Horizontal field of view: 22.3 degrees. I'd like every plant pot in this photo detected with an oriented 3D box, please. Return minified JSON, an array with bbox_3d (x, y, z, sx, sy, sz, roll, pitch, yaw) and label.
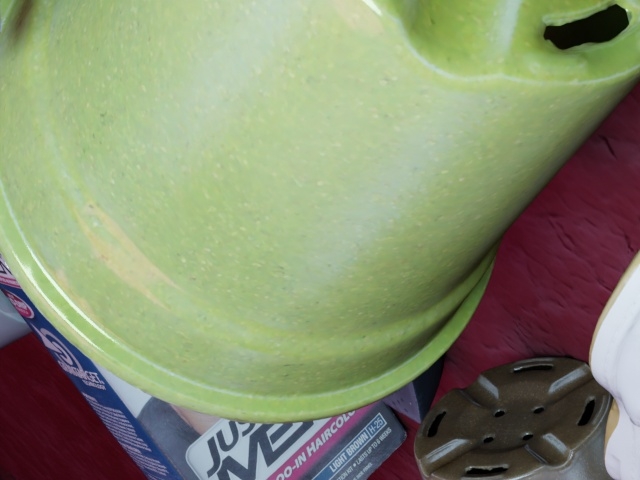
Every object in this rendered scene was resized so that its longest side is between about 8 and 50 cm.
[{"bbox_3d":[0.014,-0.090,0.675,0.276,0.276,0.254,47,148,0],"label":"plant pot"},{"bbox_3d":[0.141,0.172,1.001,0.167,0.167,0.165,14,134,55],"label":"plant pot"}]

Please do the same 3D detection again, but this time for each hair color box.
[{"bbox_3d":[-0.100,0.073,1.245,0.347,0.174,0.105,56,159,-21],"label":"hair color box"}]

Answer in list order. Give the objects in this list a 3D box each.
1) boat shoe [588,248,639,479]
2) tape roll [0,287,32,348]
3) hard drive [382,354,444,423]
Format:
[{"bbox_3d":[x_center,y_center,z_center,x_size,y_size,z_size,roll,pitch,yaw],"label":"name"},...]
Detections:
[{"bbox_3d":[0.197,0.069,0.793,0.096,0.098,0.277,36,165,27],"label":"boat shoe"},{"bbox_3d":[-0.290,-0.018,1.282,0.219,0.072,0.219,54,-161,-28],"label":"tape roll"},{"bbox_3d":[0.000,0.000,1.093,0.172,0.054,0.254,28,151,40],"label":"hard drive"}]
